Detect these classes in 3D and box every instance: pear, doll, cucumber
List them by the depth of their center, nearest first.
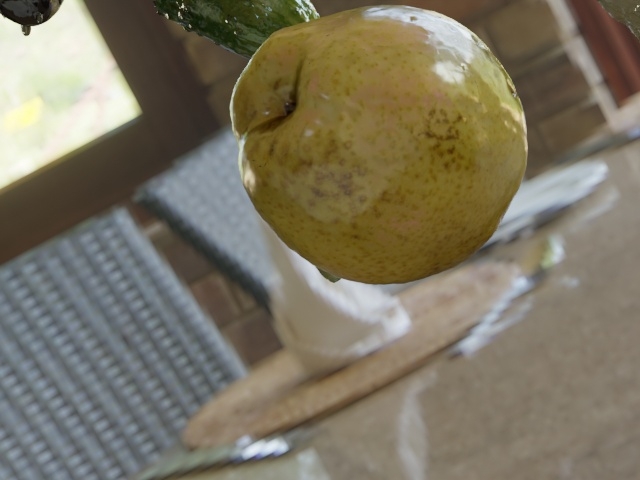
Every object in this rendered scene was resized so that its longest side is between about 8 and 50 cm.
[{"bbox_3d":[0.030,-0.059,1.127,0.178,0.178,0.178,-27,7,4],"label":"pear"},{"bbox_3d":[-0.304,-0.265,1.925,0.088,0.102,0.179,6,32,-29],"label":"doll"},{"bbox_3d":[-0.075,-0.269,2.248,0.244,0.134,0.134,33,48,31],"label":"cucumber"}]

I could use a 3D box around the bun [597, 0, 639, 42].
[{"bbox_3d":[0.368,-0.263,1.623,0.281,0.205,0.281,-34,-15,-10],"label":"bun"}]

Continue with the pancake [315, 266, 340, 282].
[{"bbox_3d":[0.000,0.001,2.131,0.017,0.108,0.108,-32,5,21],"label":"pancake"}]
